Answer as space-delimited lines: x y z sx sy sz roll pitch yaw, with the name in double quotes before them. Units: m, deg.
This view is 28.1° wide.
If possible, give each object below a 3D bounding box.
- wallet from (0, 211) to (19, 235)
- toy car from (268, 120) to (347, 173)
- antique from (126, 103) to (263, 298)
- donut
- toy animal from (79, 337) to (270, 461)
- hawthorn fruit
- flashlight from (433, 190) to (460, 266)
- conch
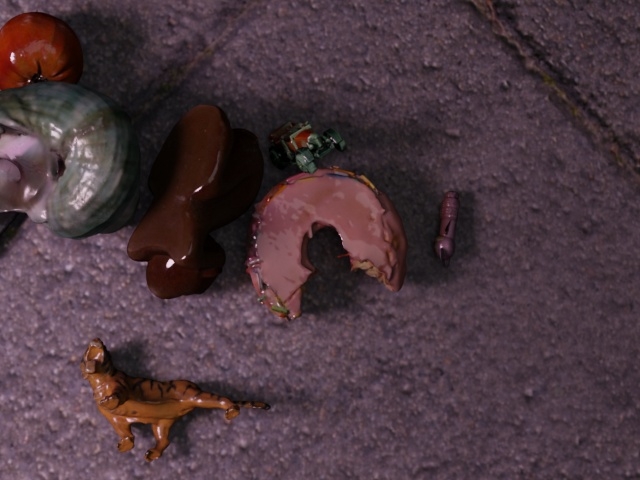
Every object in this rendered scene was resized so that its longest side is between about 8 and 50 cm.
"wallet" -0.521 -0.111 1.694 0.285 0.030 0.146 38 76 -6
"toy car" -0.023 -0.131 1.764 0.073 0.143 0.054 -34 107 -15
"antique" -0.162 -0.040 1.724 0.121 0.143 0.257 10 76 31
"donut" 0.000 0.000 1.779 0.233 0.085 0.199 -13 86 -15
"toy animal" -0.196 0.216 1.705 0.255 0.114 0.116 9 37 -17
"hawthorn fruit" -0.379 -0.252 1.702 0.125 0.125 0.140 -3 87 -14
"flashlight" 0.182 -0.019 1.857 0.031 0.052 0.110 2 72 22
"conch" -0.333 -0.096 1.657 0.220 0.195 0.277 -41 135 9
